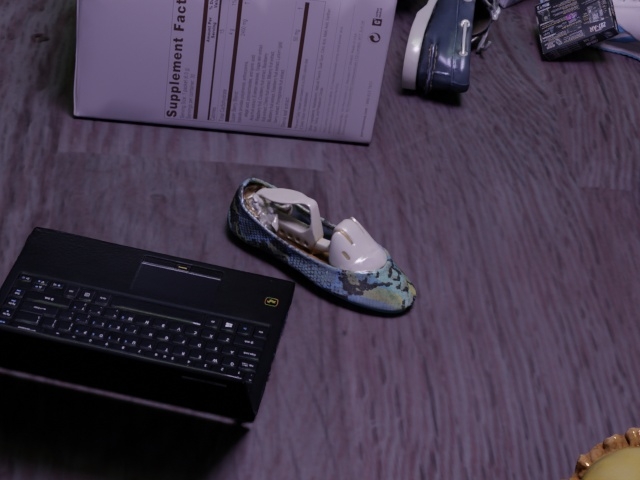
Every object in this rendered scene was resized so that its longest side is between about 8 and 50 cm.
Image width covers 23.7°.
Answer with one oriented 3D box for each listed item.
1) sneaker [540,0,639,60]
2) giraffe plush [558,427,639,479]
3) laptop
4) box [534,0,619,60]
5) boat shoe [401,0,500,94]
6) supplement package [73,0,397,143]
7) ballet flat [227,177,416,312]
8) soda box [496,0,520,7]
[{"bbox_3d":[0.354,-0.254,1.691,0.229,0.092,0.087,25,42,21],"label":"sneaker"},{"bbox_3d":[0.257,0.191,1.067,0.171,0.181,0.210,-13,49,6],"label":"giraffe plush"},{"bbox_3d":[-0.149,0.044,1.169,0.234,0.136,0.264,13,38,3],"label":"laptop"},{"bbox_3d":[0.278,-0.240,1.661,0.083,0.018,0.067,-20,58,24],"label":"box"},{"bbox_3d":[0.150,-0.243,1.632,0.079,0.095,0.254,14,39,9],"label":"boat shoe"},{"bbox_3d":[-0.086,-0.224,1.491,0.293,0.175,0.177,5,39,-5],"label":"supplement package"},{"bbox_3d":[0.000,0.000,1.316,0.188,0.070,0.070,24,40,18],"label":"ballet flat"},{"bbox_3d":[0.274,-0.349,1.800,0.216,0.069,0.074,-27,70,-39],"label":"soda box"}]
